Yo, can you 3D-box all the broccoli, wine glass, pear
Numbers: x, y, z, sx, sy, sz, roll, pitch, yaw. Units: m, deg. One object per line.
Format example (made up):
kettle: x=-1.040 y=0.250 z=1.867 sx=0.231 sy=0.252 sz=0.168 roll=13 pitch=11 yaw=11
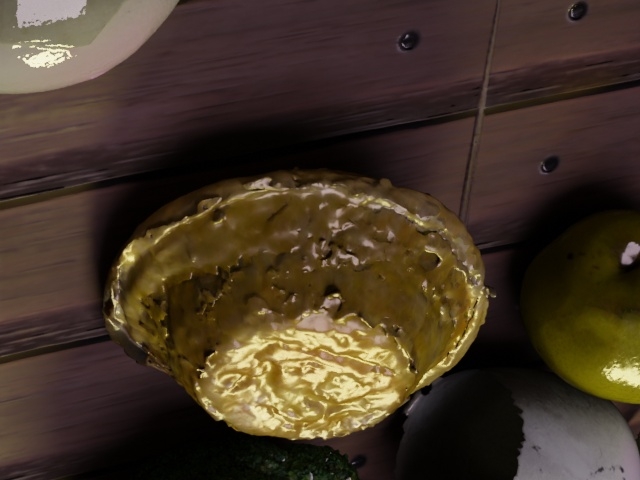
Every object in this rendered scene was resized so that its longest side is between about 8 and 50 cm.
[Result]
broccoli: x=-0.074 y=0.315 z=1.802 sx=0.308 sy=0.275 sz=0.308 roll=-40 pitch=161 yaw=-17
wine glass: x=0.240 y=0.248 z=1.943 sx=0.323 sy=0.238 sz=0.238 roll=26 pitch=110 yaw=-39
pear: x=0.288 y=0.066 z=1.847 sx=0.198 sy=0.198 sz=0.198 roll=-16 pitch=132 yaw=-18

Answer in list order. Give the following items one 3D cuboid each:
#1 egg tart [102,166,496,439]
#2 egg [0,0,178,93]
egg tart: x=-0.018 y=0.073 z=1.656 sx=0.341 sy=0.132 sz=0.341 roll=-3 pitch=141 yaw=-2
egg: x=-0.185 y=-0.198 z=1.353 sx=0.217 sy=0.183 sz=0.183 roll=-15 pitch=133 yaw=-7
